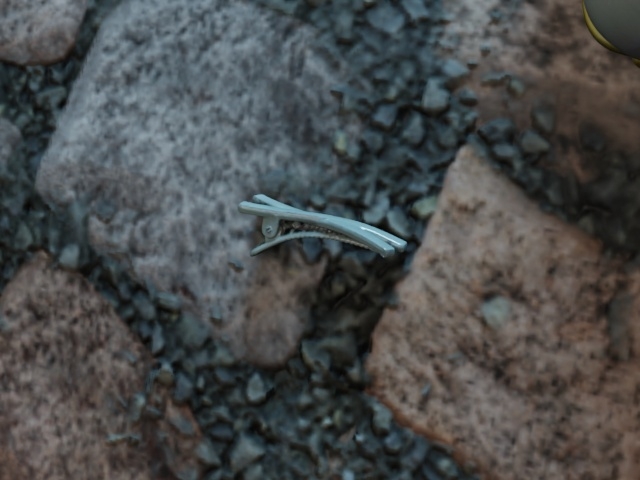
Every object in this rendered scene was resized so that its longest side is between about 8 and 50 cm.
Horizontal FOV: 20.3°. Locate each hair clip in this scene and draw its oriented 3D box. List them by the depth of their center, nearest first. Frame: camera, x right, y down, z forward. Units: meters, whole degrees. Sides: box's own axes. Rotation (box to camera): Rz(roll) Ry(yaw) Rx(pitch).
[{"bbox_3d":[0.001,0.000,1.168,0.115,0.030,0.039,12,113,29],"label":"hair clip"}]

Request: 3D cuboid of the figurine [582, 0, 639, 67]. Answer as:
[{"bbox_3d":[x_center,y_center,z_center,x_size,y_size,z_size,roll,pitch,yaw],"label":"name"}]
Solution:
[{"bbox_3d":[0.196,-0.211,1.012,0.189,0.142,0.263,-25,77,48],"label":"figurine"}]
